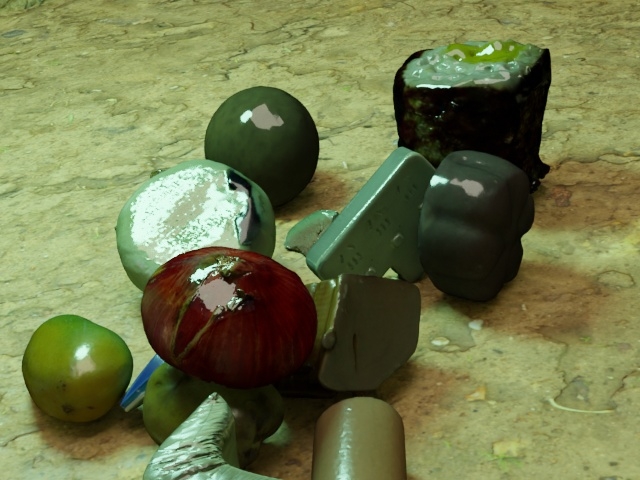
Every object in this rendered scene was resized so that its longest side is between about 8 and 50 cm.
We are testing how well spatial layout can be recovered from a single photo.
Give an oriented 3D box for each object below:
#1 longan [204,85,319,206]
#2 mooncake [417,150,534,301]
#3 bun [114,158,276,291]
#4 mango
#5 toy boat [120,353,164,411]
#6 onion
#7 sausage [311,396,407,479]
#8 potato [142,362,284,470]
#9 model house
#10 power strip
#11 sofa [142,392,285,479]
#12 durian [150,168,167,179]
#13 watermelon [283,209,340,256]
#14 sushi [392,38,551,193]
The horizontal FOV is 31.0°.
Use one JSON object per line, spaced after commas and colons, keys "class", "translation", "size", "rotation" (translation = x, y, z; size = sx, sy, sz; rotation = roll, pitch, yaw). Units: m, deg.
{"class": "longan", "translation": [-0.115, -0.177, 2.268], "size": [0.248, 0.248, 0.248], "rotation": [-3, 28, 2]}
{"class": "mooncake", "translation": [0.257, -0.023, 1.898], "size": [0.133, 0.245, 0.245], "rotation": [16, 34, 27]}
{"class": "bun", "translation": [-0.207, 0.009, 1.980], "size": [0.283, 0.179, 0.283], "rotation": [-4, 52, 5]}
{"class": "mango", "translation": [-0.373, 0.181, 1.727], "size": [0.156, 0.114, 0.251], "rotation": [-39, 38, -14]}
{"class": "toy boat", "translation": [-0.192, 0.172, 1.734], "size": [0.088, 0.129, 0.295], "rotation": [49, 49, 6]}
{"class": "onion", "translation": [-0.120, 0.092, 1.553], "size": [0.248, 0.161, 0.248], "rotation": [22, 15, -6]}
{"class": "sausage", "translation": [0.048, 0.312, 1.429], "size": [0.123, 0.123, 0.253], "rotation": [-3, 30, 3]}
{"class": "potato", "translation": [-0.149, 0.234, 1.580], "size": [0.200, 0.137, 0.154], "rotation": [19, 37, 33]}
{"class": "model house", "translation": [0.004, 0.142, 1.725], "size": [0.219, 0.200, 0.229], "rotation": [23, -21, -38]}
{"class": "power strip", "translation": [0.116, -0.007, 1.941], "size": [0.265, 0.193, 0.059], "rotation": [-50, 38, -4]}
{"class": "sofa", "translation": [-0.075, 0.324, 1.339], "size": [0.225, 0.210, 0.176], "rotation": [8, 29, 28]}
{"class": "durian", "translation": [-0.263, -0.062, 2.217], "size": [0.186, 0.119, 0.108], "rotation": [7, 66, 43]}
{"class": "watermelon", "translation": [0.001, -0.006, 2.076], "size": [0.155, 0.101, 0.080], "rotation": [11, 42, 44]}
{"class": "sushi", "translation": [0.283, -0.220, 2.200], "size": [0.299, 0.294, 0.281], "rotation": [20, 40, 40]}
